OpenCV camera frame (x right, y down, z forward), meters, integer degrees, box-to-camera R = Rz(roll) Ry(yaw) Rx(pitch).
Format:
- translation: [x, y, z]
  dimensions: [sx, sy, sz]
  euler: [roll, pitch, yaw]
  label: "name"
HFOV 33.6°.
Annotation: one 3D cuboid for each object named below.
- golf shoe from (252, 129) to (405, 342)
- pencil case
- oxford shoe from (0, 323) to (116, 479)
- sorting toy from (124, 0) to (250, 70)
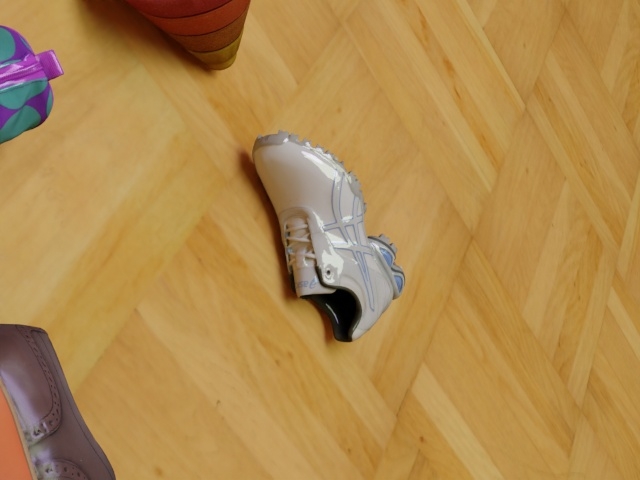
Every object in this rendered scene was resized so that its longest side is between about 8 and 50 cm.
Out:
- translation: [0.000, 0.000, 0.798]
  dimensions: [0.176, 0.069, 0.086]
  euler: [53, 46, -23]
  label: "golf shoe"
- translation: [-0.206, -0.063, 0.544]
  dimensions: [0.152, 0.070, 0.064]
  euler: [-42, 110, -52]
  label: "pencil case"
- translation: [-0.128, 0.169, 0.535]
  dimensions: [0.098, 0.097, 0.271]
  euler: [-18, 90, -60]
  label: "oxford shoe"
- translation: [-0.070, -0.269, 0.813]
  dimensions: [0.126, 0.127, 0.365]
  euler: [75, 19, -54]
  label: "sorting toy"
